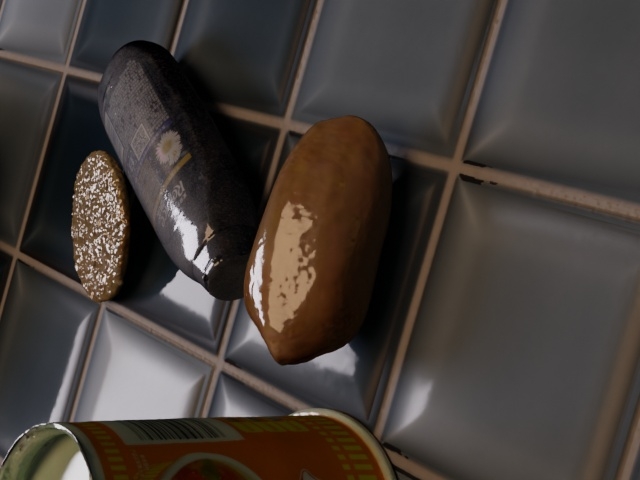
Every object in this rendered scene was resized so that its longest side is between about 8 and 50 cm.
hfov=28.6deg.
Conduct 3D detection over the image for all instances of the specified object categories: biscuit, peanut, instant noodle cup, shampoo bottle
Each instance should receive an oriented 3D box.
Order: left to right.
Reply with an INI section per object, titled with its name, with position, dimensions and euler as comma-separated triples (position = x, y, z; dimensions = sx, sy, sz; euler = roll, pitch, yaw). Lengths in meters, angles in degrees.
[biscuit]
position = -0.169, -0.011, 0.963
dimensions = 0.120, 0.015, 0.120
euler = 3, 93, 61
[shampoo bottle]
position = -0.099, -0.051, 0.880
dimensions = 0.087, 0.049, 0.233
euler = -62, 41, 29
[instant noodle cup]
position = -0.073, 0.164, 0.684
dimensions = 0.168, 0.185, 0.168
euler = -16, 68, 47
[peanut]
position = 0.000, 0.000, 0.732
dimensions = 0.076, 0.076, 0.152
euler = 9, 82, 51
